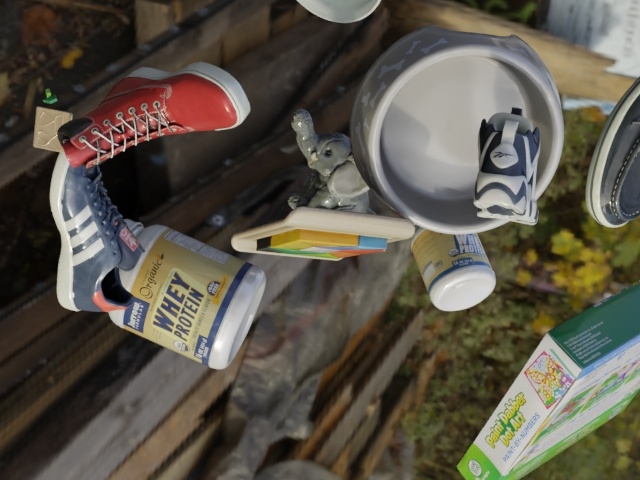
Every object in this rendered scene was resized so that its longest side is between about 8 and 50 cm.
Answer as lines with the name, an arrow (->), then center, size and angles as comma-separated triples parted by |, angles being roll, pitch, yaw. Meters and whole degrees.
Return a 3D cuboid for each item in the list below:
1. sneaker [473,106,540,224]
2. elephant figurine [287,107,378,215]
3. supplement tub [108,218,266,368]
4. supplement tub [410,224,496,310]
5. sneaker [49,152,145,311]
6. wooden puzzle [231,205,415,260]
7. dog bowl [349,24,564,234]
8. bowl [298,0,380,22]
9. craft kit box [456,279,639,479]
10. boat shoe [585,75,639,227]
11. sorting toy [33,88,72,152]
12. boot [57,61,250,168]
sneaker -> 0.275, -0.109, 1.467 | 0.235, 0.094, 0.153 | 19, 82, -68
elephant figurine -> 0.035, -0.140, 2.010 | 0.186, 0.169, 0.239 | -26, 142, -45
supplement tub -> -0.294, 0.104, 2.081 | 0.228, 0.316, 0.228 | 23, 90, -86
supplement tub -> 0.275, 0.033, 2.162 | 0.144, 0.144, 0.200 | 65, 5, -56
sneaker -> -0.392, -0.026, 1.831 | 0.131, 0.148, 0.350 | -65, 162, -58
wooden puzzle -> 0.000, 0.000, 1.618 | 0.220, 0.238, 0.044 | 6, 76, -27
dog bowl -> 0.223, -0.167, 1.610 | 0.102, 0.348, 0.349 | -99, -166, -67
bowl -> 0.044, -0.608, 2.072 | 0.134, 0.297, 0.298 | -45, 144, -36
craft kit box -> 0.285, 0.144, 1.075 | 0.249, 0.061, 0.247 | -21, 145, -35
boat shoe -> 0.616, -0.218, 1.626 | 0.186, 0.156, 0.500 | 31, 102, -42
sorting toy -> -0.369, -0.166, 1.409 | 0.012, 0.062, 0.083 | -22, 123, -67
boot -> -0.212, -0.138, 1.234 | 0.176, 0.244, 0.088 | -43, 123, -32
